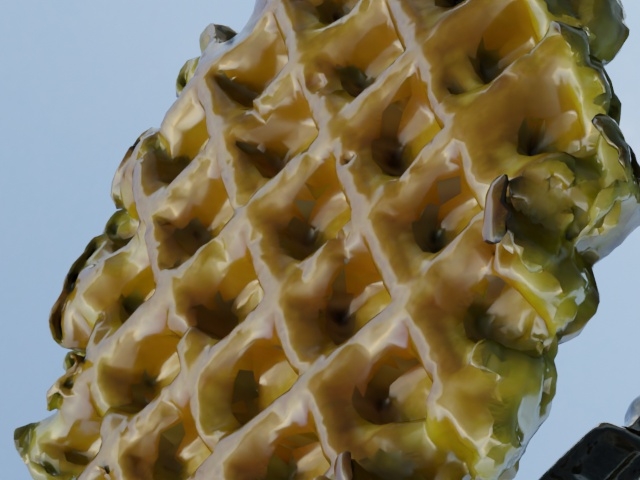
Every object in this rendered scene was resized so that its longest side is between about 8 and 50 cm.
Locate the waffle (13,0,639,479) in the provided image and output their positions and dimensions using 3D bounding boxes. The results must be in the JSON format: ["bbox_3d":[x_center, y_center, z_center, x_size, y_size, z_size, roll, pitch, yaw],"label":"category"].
[{"bbox_3d":[0.000,0.000,0.782,0.068,0.302,0.325,32,-111,-36],"label":"waffle"}]

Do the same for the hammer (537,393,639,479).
[{"bbox_3d":[0.102,0.280,1.026,0.044,0.440,0.168,30,-141,27],"label":"hammer"}]
